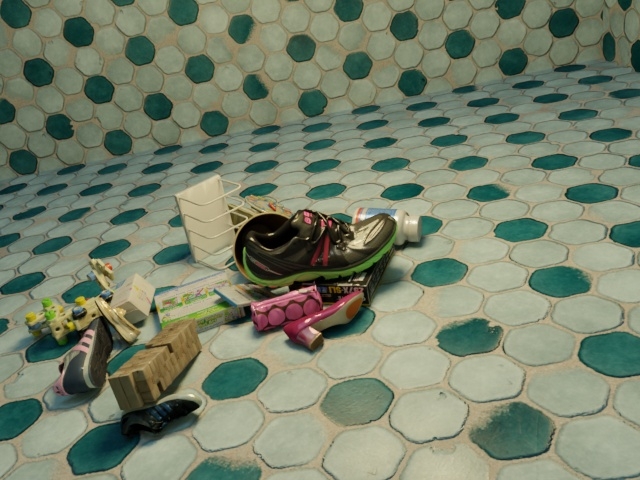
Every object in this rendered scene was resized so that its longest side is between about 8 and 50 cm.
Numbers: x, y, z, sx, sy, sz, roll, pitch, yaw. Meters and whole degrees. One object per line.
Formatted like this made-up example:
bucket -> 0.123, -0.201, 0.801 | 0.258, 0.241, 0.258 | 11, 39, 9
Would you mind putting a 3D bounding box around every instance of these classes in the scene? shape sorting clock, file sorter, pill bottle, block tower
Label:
shape sorting clock -> -0.203, -0.136, 2.413 | 0.206, 0.040, 0.206 | 25, 15, -7
file sorter -> -0.367, -0.060, 2.172 | 0.193, 0.277, 0.173 | -32, 35, -34
pill bottle -> 0.227, -0.047, 2.049 | 0.222, 0.124, 0.124 | 3, 30, 20
block tower -> -0.417, 0.314, 1.582 | 0.091, 0.097, 0.335 | -12, 14, 15

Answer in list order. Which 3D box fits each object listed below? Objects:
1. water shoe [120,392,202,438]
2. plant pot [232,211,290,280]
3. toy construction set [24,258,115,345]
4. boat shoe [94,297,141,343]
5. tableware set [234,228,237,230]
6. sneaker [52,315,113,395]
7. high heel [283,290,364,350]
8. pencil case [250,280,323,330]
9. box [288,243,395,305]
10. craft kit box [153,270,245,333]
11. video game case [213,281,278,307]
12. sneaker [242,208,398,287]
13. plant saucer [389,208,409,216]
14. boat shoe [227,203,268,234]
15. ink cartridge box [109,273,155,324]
water shoe -> -0.381, 0.430, 1.460 | 0.203, 0.073, 0.080 | -15, 47, 6
plant pot -> -0.194, 0.013, 2.044 | 0.237, 0.237, 0.254 | -19, 11, -13
toy construction set -> -0.781, 0.208, 1.966 | 0.215, 0.151, 0.327 | 13, 50, 43
boat shoe -> -0.611, 0.233, 1.827 | 0.059, 0.170, 0.063 | -41, 5, -23
tableware set -> -0.420, -0.047, 2.431 | 0.194, 0.039, 0.128 | 0, 19, 17
sneaker -> -0.682, 0.324, 1.733 | 0.131, 0.112, 0.319 | -20, 22, -2
high heel -> 0.012, 0.206, 1.700 | 0.117, 0.082, 0.244 | 26, 58, 37
pencil case -> -0.100, 0.192, 1.748 | 0.209, 0.098, 0.095 | -18, 56, -6
box -> 0.073, 0.085, 1.917 | 0.257, 0.079, 0.322 | 0, 29, 21
craft kit box -> -0.387, 0.203, 1.906 | 0.250, 0.061, 0.246 | -19, 25, -13
video game case -> -0.229, 0.166, 1.865 | 0.166, 0.015, 0.119 | -6, 25, -45
sneaker -> 0.000, 0.000, 1.803 | 0.483, 0.202, 0.185 | -15, 27, -3
plant saucer -> 0.241, -0.065, 2.195 | 0.168, 0.029, 0.168 | -9, 26, 4
boat shoe -> -0.258, -0.068, 2.314 | 0.103, 0.113, 0.302 | -6, 31, -44
ink cartridge box -> -0.601, 0.196, 1.920 | 0.092, 0.090, 0.143 | -27, 37, 21
